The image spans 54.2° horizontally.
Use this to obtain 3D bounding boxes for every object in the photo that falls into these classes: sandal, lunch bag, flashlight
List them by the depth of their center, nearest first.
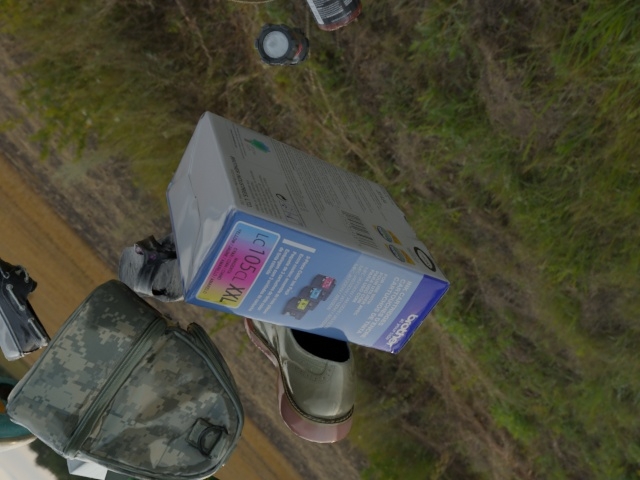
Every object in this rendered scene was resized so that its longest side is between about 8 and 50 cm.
[{"bbox_3d":[-0.225,0.210,0.851,0.256,0.212,0.305,35,164,0],"label":"lunch bag"},{"bbox_3d":[-0.403,0.068,1.468,0.446,0.107,0.167,-15,76,50],"label":"sandal"},{"bbox_3d":[-0.085,-0.486,1.587,0.103,0.103,0.304,58,-167,-6],"label":"flashlight"}]

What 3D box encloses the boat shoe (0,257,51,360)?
[{"bbox_3d":[-0.603,0.090,1.207,0.108,0.102,0.301,31,137,58],"label":"boat shoe"}]

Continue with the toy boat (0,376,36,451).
[{"bbox_3d":[-0.709,0.288,1.266,0.318,0.148,0.267,38,-178,20],"label":"toy boat"}]

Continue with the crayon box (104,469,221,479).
[{"bbox_3d":[-0.255,0.490,0.934,0.081,0.318,0.202,-26,128,29],"label":"crayon box"}]

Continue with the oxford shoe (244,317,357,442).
[{"bbox_3d":[-0.026,0.130,1.004,0.397,0.141,0.146,-126,44,-54],"label":"oxford shoe"}]

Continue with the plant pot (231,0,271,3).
[{"bbox_3d":[-0.131,-0.486,1.026,0.236,0.236,0.032,43,159,-3],"label":"plant pot"}]

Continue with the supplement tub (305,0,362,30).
[{"bbox_3d":[0.002,-0.534,1.263,0.106,0.106,0.198,15,149,42],"label":"supplement tub"}]

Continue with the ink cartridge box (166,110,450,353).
[{"bbox_3d":[0.000,0.000,0.898,0.396,0.151,0.270,17,-152,-29],"label":"ink cartridge box"}]

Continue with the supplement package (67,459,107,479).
[{"bbox_3d":[-0.383,0.385,1.194,0.179,0.105,0.105,47,-170,-52],"label":"supplement package"}]
